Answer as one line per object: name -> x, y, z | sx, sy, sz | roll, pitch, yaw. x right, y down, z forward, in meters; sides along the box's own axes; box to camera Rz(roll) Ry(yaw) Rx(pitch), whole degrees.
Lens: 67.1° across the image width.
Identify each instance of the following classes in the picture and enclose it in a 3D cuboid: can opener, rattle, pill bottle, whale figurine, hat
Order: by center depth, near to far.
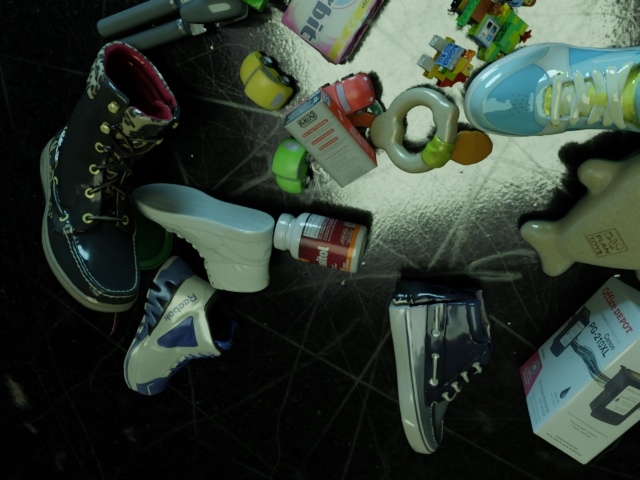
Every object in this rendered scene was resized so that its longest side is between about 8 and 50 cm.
whale figurine -> 0.444, -0.035, 0.708 | 0.216, 0.141, 0.272 | 53, 138, -8
rattle -> 0.151, -0.183, 0.769 | 0.199, 0.142, 0.130 | 22, 129, 46
can opener -> -0.243, -0.360, 0.773 | 0.280, 0.093, 0.074 | -7, 110, 22
pill bottle -> 0.000, 0.000, 0.846 | 0.151, 0.086, 0.086 | 13, 113, 10
hat -> -0.391, 0.013, 0.900 | 0.208, 0.183, 0.173 | 34, 115, 0

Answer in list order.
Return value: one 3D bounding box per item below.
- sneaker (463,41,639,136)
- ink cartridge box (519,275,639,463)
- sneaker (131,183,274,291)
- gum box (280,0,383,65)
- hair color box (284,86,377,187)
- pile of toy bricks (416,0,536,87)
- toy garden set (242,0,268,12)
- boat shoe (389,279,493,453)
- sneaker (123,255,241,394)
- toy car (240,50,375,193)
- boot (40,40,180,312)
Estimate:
sneaker -> 0.353, -0.181, 0.588 | 0.318, 0.208, 0.127 | -7, 112, 5
ink cartridge box -> 0.438, 0.197, 0.758 | 0.100, 0.172, 0.237 | 32, 115, 1
sneaker -> -0.222, 0.004, 0.895 | 0.292, 0.108, 0.169 | 20, 127, 20
gum box -> 0.033, -0.364, 0.708 | 0.107, 0.062, 0.188 | 36, 115, 0
hair color box -> 0.018, -0.151, 0.726 | 0.072, 0.043, 0.141 | -29, 128, 25
pile of toy bricks -> 0.245, -0.299, 0.665 | 0.105, 0.118, 0.212 | 23, 110, -28
toy garden set -> -0.107, -0.483, 0.682 | 0.203, 0.049, 0.244 | 32, 100, 1
boat shoe -> 0.224, 0.234, 0.852 | 0.158, 0.127, 0.341 | -4, 109, 24
sneaker -> -0.269, 0.204, 0.974 | 0.182, 0.127, 0.316 | 25, 113, 7
toy car -> -0.042, -0.176, 0.791 | 0.239, 0.053, 0.225 | 19, 120, 19
boot -> -0.335, -0.106, 0.780 | 0.284, 0.138, 0.378 | -43, 57, 31
